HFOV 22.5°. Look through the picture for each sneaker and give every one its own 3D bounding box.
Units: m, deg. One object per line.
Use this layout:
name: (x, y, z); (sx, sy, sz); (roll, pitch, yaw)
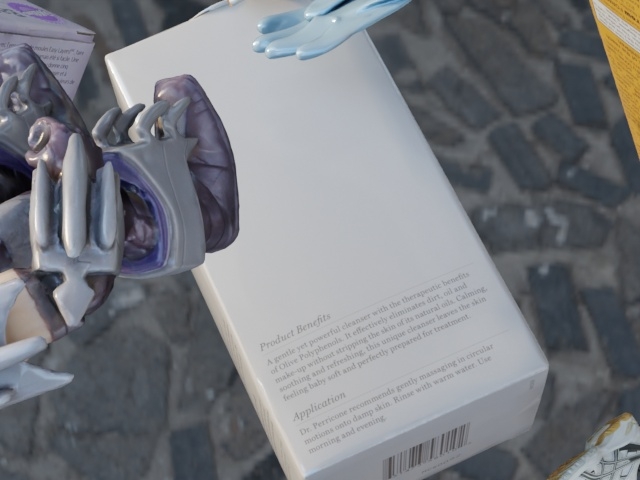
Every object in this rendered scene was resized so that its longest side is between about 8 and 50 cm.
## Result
sneaker: (0.145, 0.123, 0.830); (0.083, 0.032, 0.037); (-34, 86, -33)

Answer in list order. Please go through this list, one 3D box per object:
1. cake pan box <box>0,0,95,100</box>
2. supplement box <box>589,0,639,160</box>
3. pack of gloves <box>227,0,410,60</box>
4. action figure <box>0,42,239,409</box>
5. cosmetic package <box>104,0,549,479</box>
cake pan box: (-0.245, -0.012, 0.811); (0.070, 0.245, 0.267); (32, 18, 24)
supplement box: (0.205, -0.104, 0.885); (0.078, 0.233, 0.080); (-37, 48, -7)
pack of gloves: (0.046, -0.204, 1.174); (0.232, 0.046, 0.195); (-28, 38, 3)
action figure: (-0.132, 0.004, 0.573); (0.185, 0.099, 0.285); (-4, 18, 19)
cosmetic package: (0.000, 0.000, 1.208); (0.197, 0.155, 0.365); (-22, 67, -8)
